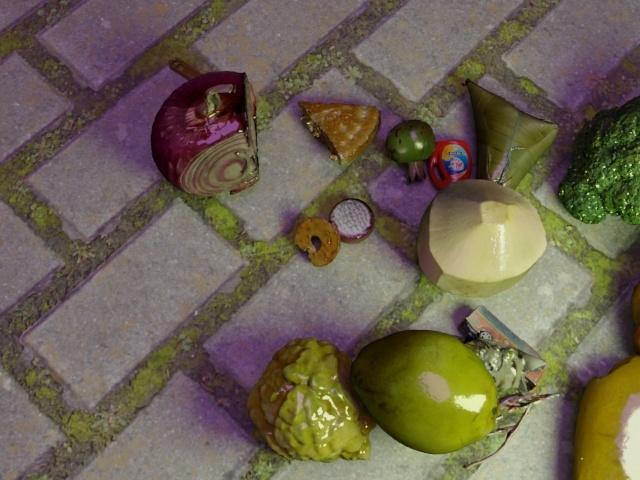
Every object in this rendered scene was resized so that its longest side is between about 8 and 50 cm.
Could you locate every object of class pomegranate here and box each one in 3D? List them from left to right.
[{"bbox_3d":[0.208,-0.202,1.576,0.114,0.114,0.142,-12,95,-7],"label":"pomegranate"}]

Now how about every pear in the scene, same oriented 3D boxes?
[{"bbox_3d":[0.183,0.261,1.241,0.269,0.212,0.212,14,68,24],"label":"pear"}]

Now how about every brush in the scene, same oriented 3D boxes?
[{"bbox_3d":[-0.274,-0.373,1.670,0.218,0.010,0.082,33,72,11],"label":"brush"}]

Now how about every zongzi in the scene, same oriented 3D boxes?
[{"bbox_3d":[0.371,-0.230,1.580,0.256,0.115,0.228,39,73,10],"label":"zongzi"}]

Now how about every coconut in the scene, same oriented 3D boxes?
[{"bbox_3d":[0.321,-0.008,1.424,0.259,0.259,0.259,1,69,-2],"label":"coconut"}]

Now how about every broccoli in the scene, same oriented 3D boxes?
[{"bbox_3d":[0.709,-0.163,1.482,0.413,0.310,0.321,-13,75,29],"label":"broccoli"}]

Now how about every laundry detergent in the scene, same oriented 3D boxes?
[{"bbox_3d":[0.292,-0.145,1.582,0.097,0.049,0.165,0,69,9],"label":"laundry detergent"}]

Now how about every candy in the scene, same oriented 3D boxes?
[{"bbox_3d":[0.068,-0.043,1.537,0.103,0.043,0.103,1,69,-2],"label":"candy"}]

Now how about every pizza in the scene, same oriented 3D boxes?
[{"bbox_3d":[0.031,-0.263,1.615,0.199,0.062,0.188,30,58,16],"label":"pizza"}]

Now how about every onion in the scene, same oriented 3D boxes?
[{"bbox_3d":[-0.247,-0.232,1.505,0.230,0.272,0.256,-11,36,5],"label":"onion"}]

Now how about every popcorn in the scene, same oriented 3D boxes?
[{"bbox_3d":[-0.018,0.313,1.316,0.212,0.259,0.259,-19,69,17],"label":"popcorn"}]

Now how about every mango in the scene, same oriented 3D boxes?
[{"bbox_3d":[0.595,0.390,1.314,0.253,0.182,0.365,28,70,8],"label":"mango"}]

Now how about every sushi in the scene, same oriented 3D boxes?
[{"bbox_3d":[0.296,0.235,1.380,0.272,0.109,0.134,-9,94,12],"label":"sushi"}]

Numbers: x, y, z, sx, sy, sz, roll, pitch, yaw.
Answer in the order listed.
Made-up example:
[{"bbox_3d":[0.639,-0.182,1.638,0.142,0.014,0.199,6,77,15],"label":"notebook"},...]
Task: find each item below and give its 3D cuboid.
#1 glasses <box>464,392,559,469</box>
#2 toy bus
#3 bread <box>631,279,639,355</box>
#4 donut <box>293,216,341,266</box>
[{"bbox_3d":[0.332,0.357,1.330,0.255,0.162,0.095,-23,75,-10],"label":"glasses"},{"bbox_3d":[0.373,0.219,1.437,0.192,0.065,0.077,42,66,13],"label":"toy bus"},{"bbox_3d":[0.764,0.140,1.373,0.312,0.312,0.172,1,52,-2],"label":"bread"},{"bbox_3d":[0.000,0.000,1.503,0.097,0.043,0.108,-40,79,20],"label":"donut"}]
